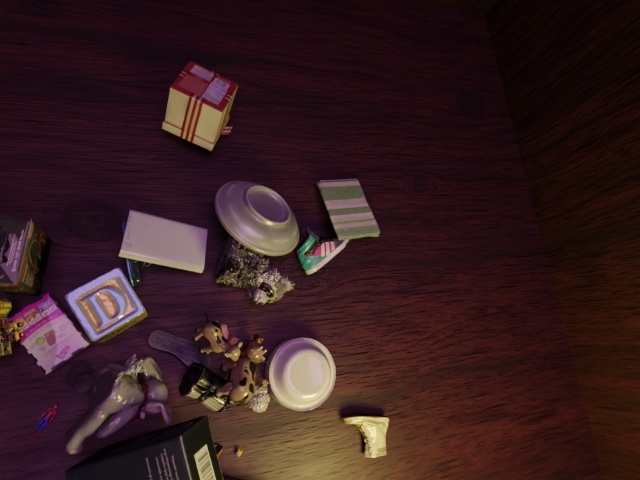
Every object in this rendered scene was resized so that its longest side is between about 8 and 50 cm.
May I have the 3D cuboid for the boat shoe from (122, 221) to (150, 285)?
[{"bbox_3d":[-0.709,0.046,1.590,0.089,0.109,0.258,-7,80,-26],"label":"boat shoe"}]

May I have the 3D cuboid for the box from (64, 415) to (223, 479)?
[{"bbox_3d":[-0.539,0.783,1.303,0.395,0.212,0.294,-18,82,4],"label":"box"}]

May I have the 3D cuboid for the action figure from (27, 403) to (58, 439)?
[{"bbox_3d":[-0.932,0.609,1.388,0.038,0.030,0.115,32,64,-4],"label":"action figure"}]

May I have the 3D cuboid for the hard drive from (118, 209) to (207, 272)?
[{"bbox_3d":[-0.607,0.005,1.613,0.307,0.040,0.203,16,50,-28],"label":"hard drive"}]

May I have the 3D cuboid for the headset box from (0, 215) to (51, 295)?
[{"bbox_3d":[-1.012,0.057,1.367,0.110,0.293,0.218,7,72,-19],"label":"headset box"}]

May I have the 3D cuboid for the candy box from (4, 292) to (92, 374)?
[{"bbox_3d":[-0.948,0.325,1.437,0.159,0.071,0.233,-38,89,-24],"label":"candy box"}]

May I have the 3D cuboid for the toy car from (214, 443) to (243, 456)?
[{"bbox_3d":[-0.356,0.804,1.537,0.122,0.060,0.041,19,101,-8],"label":"toy car"}]

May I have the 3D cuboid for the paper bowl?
[{"bbox_3d":[-0.074,0.540,1.668,0.284,0.148,0.284,5,75,-19],"label":"paper bowl"}]

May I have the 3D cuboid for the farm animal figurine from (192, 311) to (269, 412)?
[{"bbox_3d":[-0.294,0.442,1.499,0.330,0.172,0.327,35,38,-48],"label":"farm animal figurine"}]

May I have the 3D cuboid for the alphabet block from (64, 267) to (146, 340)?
[{"bbox_3d":[-0.755,0.236,1.467,0.193,0.197,0.192,-30,88,-25],"label":"alphabet block"}]

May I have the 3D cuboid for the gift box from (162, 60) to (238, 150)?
[{"bbox_3d":[-0.500,-0.568,1.766,0.255,0.258,0.276,27,48,-10],"label":"gift box"}]

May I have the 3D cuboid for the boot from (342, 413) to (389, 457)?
[{"bbox_3d":[0.190,0.821,1.727,0.213,0.077,0.165,12,73,-20],"label":"boot"}]

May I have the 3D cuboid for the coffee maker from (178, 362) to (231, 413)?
[{"bbox_3d":[-0.416,0.529,1.533,0.178,0.120,0.171,50,32,-34],"label":"coffee maker"}]

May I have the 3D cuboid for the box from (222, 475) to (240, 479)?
[{"bbox_3d":[-0.267,0.957,1.465,0.247,0.163,0.142,22,70,-14],"label":"box"}]

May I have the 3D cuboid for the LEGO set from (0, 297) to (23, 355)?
[{"bbox_3d":[-1.148,0.302,1.264,0.331,0.192,0.255,-5,81,-5],"label":"LEGO set"}]

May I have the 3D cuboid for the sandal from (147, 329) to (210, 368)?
[{"bbox_3d":[-0.537,0.419,1.582,0.254,0.054,0.097,31,57,-6],"label":"sandal"}]

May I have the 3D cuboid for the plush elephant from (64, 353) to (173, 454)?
[{"bbox_3d":[-0.651,0.544,1.413,0.330,0.272,0.255,-38,132,6],"label":"plush elephant"}]

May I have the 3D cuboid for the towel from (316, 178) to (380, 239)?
[{"bbox_3d":[0.132,-0.154,1.948,0.247,0.038,0.325,-7,64,-31],"label":"towel"}]

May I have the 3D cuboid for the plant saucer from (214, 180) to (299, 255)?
[{"bbox_3d":[-0.239,-0.121,1.713,0.400,0.100,0.401,27,38,-23],"label":"plant saucer"}]

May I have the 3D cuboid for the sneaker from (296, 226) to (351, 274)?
[{"bbox_3d":[0.000,0.000,1.867,0.295,0.123,0.178,-40,101,-24],"label":"sneaker"}]

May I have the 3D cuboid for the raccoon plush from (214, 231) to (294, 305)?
[{"bbox_3d":[-0.248,0.051,1.719,0.299,0.216,0.447,19,69,-23],"label":"raccoon plush"}]
